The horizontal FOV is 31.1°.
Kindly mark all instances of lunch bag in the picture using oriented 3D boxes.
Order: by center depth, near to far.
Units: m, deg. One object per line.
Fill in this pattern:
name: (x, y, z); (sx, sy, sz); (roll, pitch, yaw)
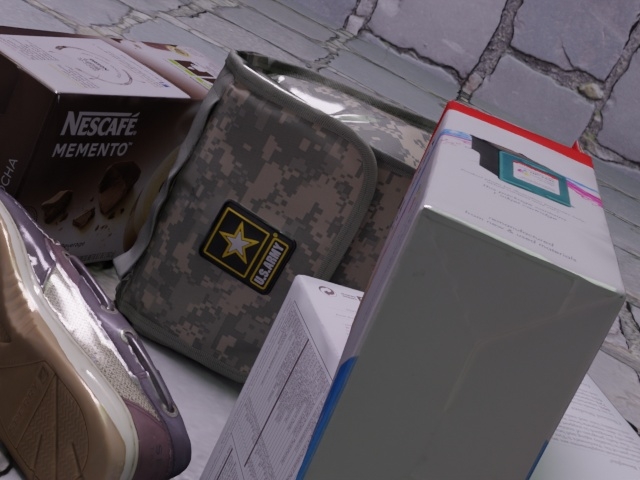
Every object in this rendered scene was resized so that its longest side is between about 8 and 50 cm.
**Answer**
lunch bag: (0.000, 0.000, 0.932); (0.287, 0.235, 0.169); (18, 24, -27)

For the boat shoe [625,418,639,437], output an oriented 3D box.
boat shoe: (0.152, 0.162, 0.887); (0.113, 0.127, 0.340); (29, 5, 42)

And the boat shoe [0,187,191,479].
boat shoe: (-0.181, 0.059, 0.756); (0.092, 0.103, 0.285); (13, 27, -50)

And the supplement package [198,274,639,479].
supplement package: (0.066, 0.184, 0.597); (0.199, 0.198, 0.262); (17, 21, -24)

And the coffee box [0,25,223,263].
coffee box: (-0.193, -0.079, 0.985); (0.119, 0.168, 0.297); (35, 20, 22)

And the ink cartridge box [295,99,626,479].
ink cartridge box: (0.061, 0.024, 0.503); (0.078, 0.134, 0.231); (23, 20, 1)
